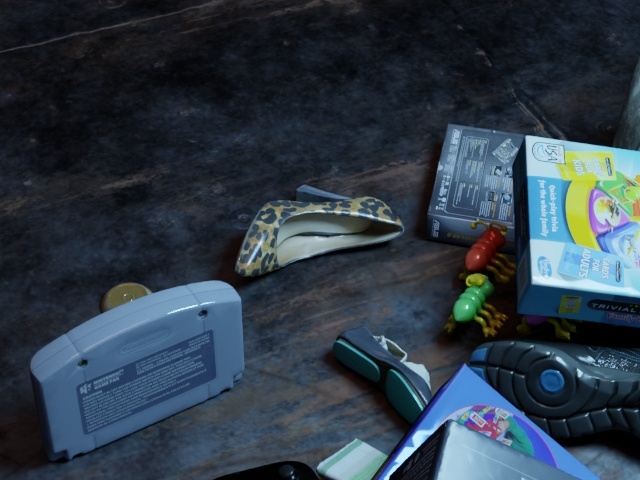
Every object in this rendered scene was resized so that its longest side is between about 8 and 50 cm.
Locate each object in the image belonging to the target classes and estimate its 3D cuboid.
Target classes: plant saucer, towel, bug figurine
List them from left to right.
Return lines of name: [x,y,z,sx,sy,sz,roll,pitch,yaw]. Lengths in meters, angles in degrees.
plant saucer: [-0.282,0.088,2.145,0.083,0.015,0.083,1,44,-1]
towel: [0.081,0.317,1.893,0.152,0.023,0.113,28,25,22]
bug figurine: [0.295,0.051,2.090,0.279,0.072,0.216,2,40,37]

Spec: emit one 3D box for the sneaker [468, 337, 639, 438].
sneaker: [0.374,0.202,2.007,0.341,0.125,0.139,12,17,14]

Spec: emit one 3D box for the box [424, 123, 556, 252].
box: [0.272,-0.083,2.315,0.183,0.056,0.231,9,45,6]

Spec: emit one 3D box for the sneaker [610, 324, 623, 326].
sneaker: [0.494,0.086,2.123,0.330,0.122,0.146,29,74,23]

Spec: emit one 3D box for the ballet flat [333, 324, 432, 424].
ballet flat: [0.105,0.182,2.027,0.074,0.074,0.203,-30,50,-29]

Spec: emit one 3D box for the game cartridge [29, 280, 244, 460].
game cartridge: [-0.239,0.165,1.938,0.294,0.196,0.060,-22,50,-24]

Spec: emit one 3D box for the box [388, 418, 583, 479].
box: [0.220,0.422,1.600,0.343,0.179,0.312,25,53,-8]

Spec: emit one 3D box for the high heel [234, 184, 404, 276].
high heel: [0.000,0.000,2.187,0.186,0.093,0.261,17,37,23]

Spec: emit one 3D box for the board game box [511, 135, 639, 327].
board game box: [0.439,-0.005,2.015,0.336,0.079,0.253,7,54,-6]

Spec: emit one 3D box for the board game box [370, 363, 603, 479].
board game box: [0.167,0.349,1.787,0.233,0.078,0.347,40,51,3]

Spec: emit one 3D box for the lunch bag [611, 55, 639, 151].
lunch bag: [0.531,-0.147,2.228,0.169,0.287,0.235,9,44,8]

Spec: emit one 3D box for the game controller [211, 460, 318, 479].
game controller: [-0.058,0.410,1.785,0.166,0.067,0.319,-7,44,-10]
